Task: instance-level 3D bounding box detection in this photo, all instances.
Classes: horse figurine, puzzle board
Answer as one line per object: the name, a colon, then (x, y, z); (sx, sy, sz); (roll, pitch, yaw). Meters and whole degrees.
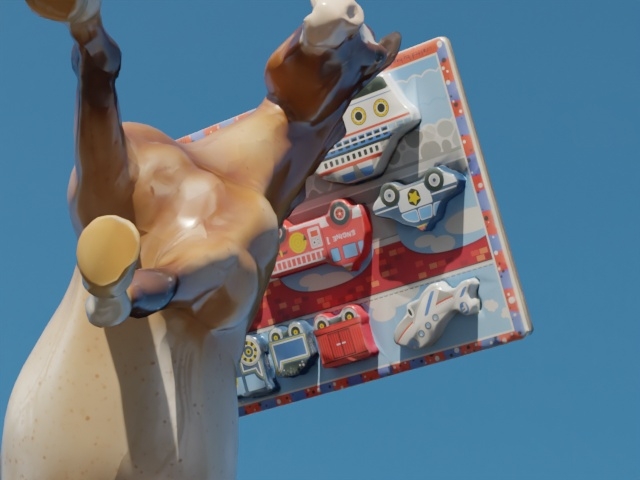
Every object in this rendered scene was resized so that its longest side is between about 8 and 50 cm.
horse figurine: (-0.049, 0.051, 0.460); (0.066, 0.174, 0.263); (12, -94, 10)
puzzle board: (0.000, 0.000, 0.635); (0.128, 0.011, 0.096); (-18, -94, 33)
